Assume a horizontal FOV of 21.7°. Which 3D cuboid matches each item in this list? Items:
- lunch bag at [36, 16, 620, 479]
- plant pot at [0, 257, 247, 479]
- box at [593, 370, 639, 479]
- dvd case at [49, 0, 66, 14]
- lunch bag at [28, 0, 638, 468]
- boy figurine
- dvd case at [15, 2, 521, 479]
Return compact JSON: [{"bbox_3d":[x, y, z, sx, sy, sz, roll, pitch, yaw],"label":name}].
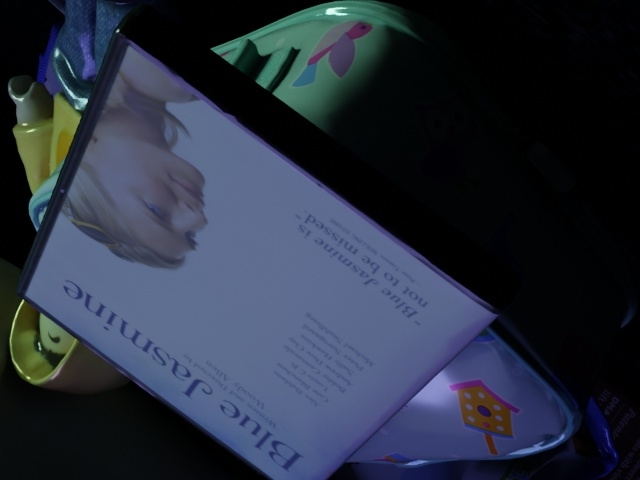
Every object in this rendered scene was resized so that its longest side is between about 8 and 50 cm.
[{"bbox_3d":[-0.024,0.029,1.147,0.328,0.239,0.385,33,159,49],"label":"lunch bag"},{"bbox_3d":[-0.201,0.198,1.129,0.280,0.323,0.323,29,178,-13],"label":"plant pot"},{"bbox_3d":[0.234,0.195,1.469,0.381,0.143,0.191,38,176,2],"label":"box"},{"bbox_3d":[-0.155,-0.166,1.388,0.179,0.029,0.239,34,176,30],"label":"dvd case"},{"bbox_3d":[0.000,0.000,0.791,0.279,0.108,0.224,-12,125,51],"label":"lunch bag"},{"bbox_3d":[-0.135,-0.042,0.982,0.092,0.285,0.177,-12,-146,-38],"label":"boy figurine"},{"bbox_3d":[-0.038,0.020,0.727,0.180,0.022,0.253,36,149,0],"label":"dvd case"}]
